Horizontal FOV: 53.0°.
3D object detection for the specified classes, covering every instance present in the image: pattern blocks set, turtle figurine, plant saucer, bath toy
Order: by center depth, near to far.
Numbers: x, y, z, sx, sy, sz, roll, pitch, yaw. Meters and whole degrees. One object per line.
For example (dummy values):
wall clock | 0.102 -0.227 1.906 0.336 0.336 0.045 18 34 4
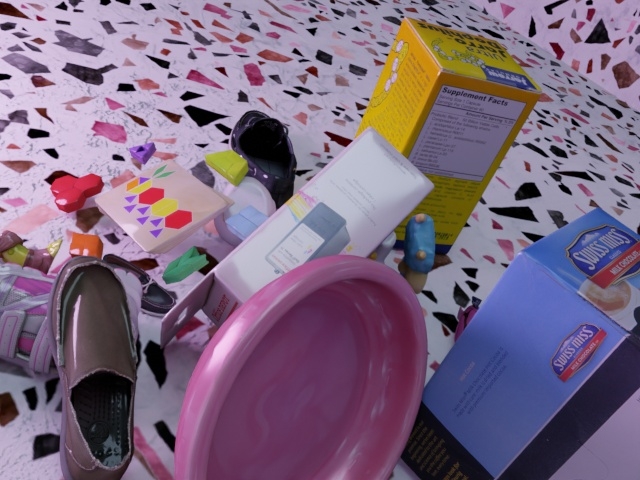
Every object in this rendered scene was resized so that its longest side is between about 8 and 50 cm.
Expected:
plant saucer | -0.018 0.170 0.662 0.332 0.333 0.084 -18 28 -42
turtle figurine | -0.430 -0.014 0.769 0.217 0.269 0.087 26 63 -23
pattern blocks set | -0.232 -0.052 0.935 0.285 0.026 0.325 -28 45 -18
bath toy | 0.000 0.000 1.025 0.347 0.129 0.152 13 73 -6

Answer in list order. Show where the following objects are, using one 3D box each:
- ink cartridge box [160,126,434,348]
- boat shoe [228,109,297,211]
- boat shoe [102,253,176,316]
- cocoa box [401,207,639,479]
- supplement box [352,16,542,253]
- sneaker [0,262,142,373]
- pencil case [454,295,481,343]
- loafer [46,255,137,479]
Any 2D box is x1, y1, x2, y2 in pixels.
ink cartridge box | -0.035 0.037 0.820 0.119 0.207 0.353 45 67 3
boat shoe | -0.103 -0.169 1.188 0.127 0.113 0.340 13 37 -13
boat shoe | -0.251 0.060 0.885 0.125 0.038 0.046 31 37 12
cocoa box | 0.283 0.176 0.760 0.231 0.347 0.228 -19 53 -45
supplement box | 0.190 -0.175 1.145 0.194 0.357 0.195 7 40 -22
sneaker | -0.325 0.097 0.748 0.252 0.103 0.111 -2 41 -29
pencil case | 0.322 0.159 1.026 0.209 0.095 0.098 16 16 -13
loafer | -0.230 0.133 0.680 0.094 0.087 0.251 -1 73 -37
